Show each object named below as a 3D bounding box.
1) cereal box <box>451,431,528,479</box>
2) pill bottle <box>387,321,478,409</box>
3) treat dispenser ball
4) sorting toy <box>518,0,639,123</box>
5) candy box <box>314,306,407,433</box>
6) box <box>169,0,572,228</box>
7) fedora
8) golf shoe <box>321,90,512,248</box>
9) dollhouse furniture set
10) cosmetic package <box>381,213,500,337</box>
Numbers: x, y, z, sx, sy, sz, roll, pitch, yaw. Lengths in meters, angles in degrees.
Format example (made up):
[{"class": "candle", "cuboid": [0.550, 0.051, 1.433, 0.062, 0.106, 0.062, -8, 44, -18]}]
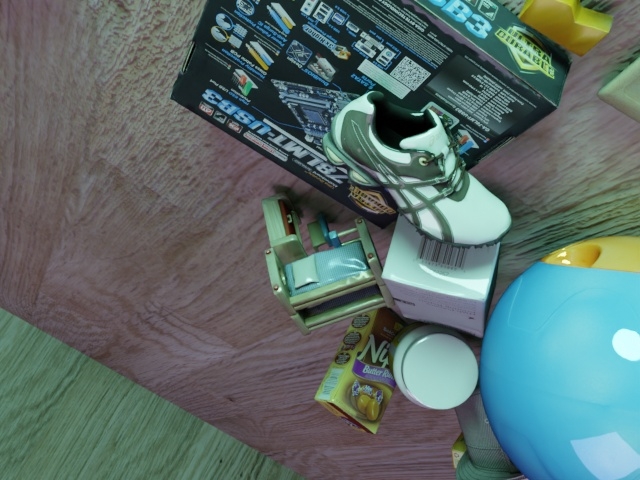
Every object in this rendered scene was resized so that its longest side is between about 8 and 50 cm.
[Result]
[{"class": "cereal box", "cuboid": [0.363, 0.342, 1.051, 0.240, 0.173, 0.047, 4, 112, 36]}, {"class": "pill bottle", "cuboid": [0.162, 0.181, 0.925, 0.119, 0.119, 0.208, 23, 177, 5]}, {"class": "treat dispenser ball", "cuboid": [0.309, 0.138, 0.641, 0.288, 0.288, 0.288, 20, 150, 12]}, {"class": "sorting toy", "cuboid": [0.317, -0.140, 0.448, 0.307, 0.041, 0.229, 29, 155, -5]}, {"class": "candy box", "cuboid": [0.078, 0.206, 1.034, 0.109, 0.186, 0.053, 42, 150, -28]}, {"class": "box", "cuboid": [0.024, -0.156, 0.612, 0.295, 0.073, 0.293, 31, 151, -11]}, {"class": "fedora", "cuboid": [0.290, 0.243, 0.935, 0.275, 0.244, 0.124, -32, 89, 49]}, {"class": "golf shoe", "cuboid": [0.099, -0.061, 0.565, 0.198, 0.077, 0.094, 28, 151, -9]}, {"class": "dollhouse furniture set", "cuboid": [0.000, 0.000, 0.818, 0.129, 0.183, 0.129, -19, 145, 5]}, {"class": "cosmetic package", "cuboid": [0.152, 0.050, 0.767, 0.117, 0.085, 0.231, 13, 164, 19]}]
